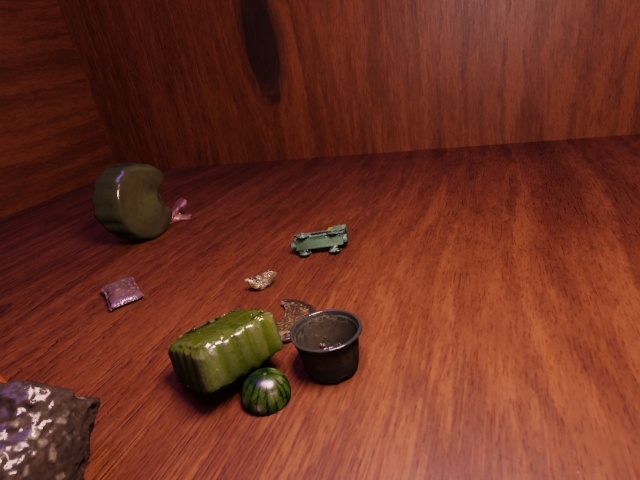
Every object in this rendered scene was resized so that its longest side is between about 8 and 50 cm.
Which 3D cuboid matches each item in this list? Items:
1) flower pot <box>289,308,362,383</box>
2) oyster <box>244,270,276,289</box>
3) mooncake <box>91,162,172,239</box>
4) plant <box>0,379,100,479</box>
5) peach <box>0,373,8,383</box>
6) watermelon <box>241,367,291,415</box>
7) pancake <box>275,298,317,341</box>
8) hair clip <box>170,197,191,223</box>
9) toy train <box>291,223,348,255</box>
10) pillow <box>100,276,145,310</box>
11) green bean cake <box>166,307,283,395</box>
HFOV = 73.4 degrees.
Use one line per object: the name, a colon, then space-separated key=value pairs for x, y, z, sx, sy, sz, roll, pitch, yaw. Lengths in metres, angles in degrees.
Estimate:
flower pot: x=0.020 y=0.234 z=0.933 sx=0.157 sy=0.106 sz=0.157 roll=-10 pitch=20 yaw=4
oyster: x=-0.179 y=0.122 z=1.320 sx=0.083 sy=0.081 sz=0.038 roll=-38 pitch=44 yaw=16
mooncake: x=-0.822 y=-0.165 z=1.881 sx=0.187 sy=0.351 sz=0.351 roll=1 pitch=26 yaw=21
plant: x=-0.509 y=0.391 z=0.681 sx=0.215 sy=0.213 sz=0.312 roll=-5 pitch=60 yaw=12
peach: x=-0.734 y=0.356 z=0.835 sx=0.257 sy=0.232 sz=0.232 roll=-34 pitch=4 yaw=40
watermelon: x=-0.114 y=0.302 z=0.886 sx=0.106 sy=0.062 sz=0.105 roll=-5 pitch=28 yaw=3
pancake: x=-0.097 y=0.214 z=1.134 sx=0.190 sy=0.020 sz=0.184 roll=-23 pitch=27 yaw=-29
hair clip: x=-0.708 y=-0.143 z=2.086 sx=0.138 sy=0.102 sz=0.123 roll=-18 pitch=22 yaw=-18
toy train: x=0.000 y=-0.001 z=1.519 sx=0.200 sy=0.083 sz=0.132 roll=-6 pitch=13 yaw=10
pillow: x=-0.662 y=0.169 z=1.431 sx=0.118 sy=0.043 sz=0.185 roll=-22 pitch=26 yaw=-30
green bean cake: x=-0.211 y=0.236 z=0.953 sx=0.214 sy=0.113 sz=0.200 roll=-26 pitch=9 yaw=-40
